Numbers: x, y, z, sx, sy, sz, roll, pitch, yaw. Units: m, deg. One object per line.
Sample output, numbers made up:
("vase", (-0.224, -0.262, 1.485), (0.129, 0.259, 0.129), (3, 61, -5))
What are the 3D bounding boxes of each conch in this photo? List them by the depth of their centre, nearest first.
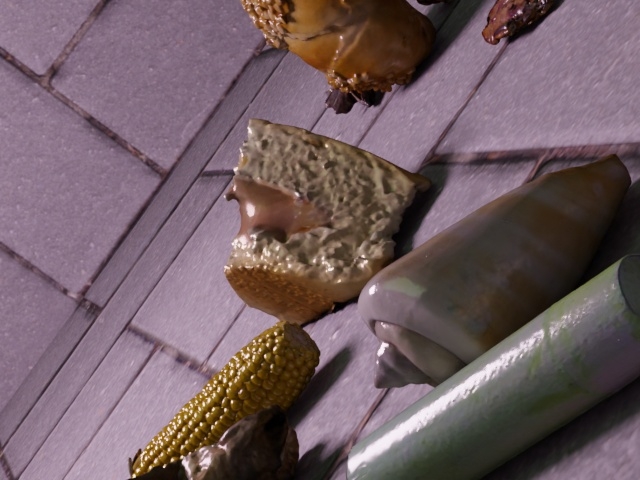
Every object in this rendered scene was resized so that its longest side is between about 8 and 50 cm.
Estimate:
("conch", (0.146, 0.039, 1.184), (0.255, 0.127, 0.158), (-33, -21, -1))

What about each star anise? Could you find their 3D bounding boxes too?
("star anise", (0.048, -0.221, 2.209), (0.129, 0.056, 0.124), (-11, 39, 48))

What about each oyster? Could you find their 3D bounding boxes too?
("oyster", (-0.148, 0.286, 1.431), (0.133, 0.197, 0.337), (30, 62, 33))

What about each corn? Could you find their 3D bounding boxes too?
("corn", (-0.100, 0.190, 1.616), (0.260, 0.091, 0.091), (-48, -26, 20))

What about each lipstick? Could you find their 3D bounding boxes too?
("lipstick", (0.129, 0.112, 1.087), (0.304, 0.076, 0.076), (-42, 17, 40))

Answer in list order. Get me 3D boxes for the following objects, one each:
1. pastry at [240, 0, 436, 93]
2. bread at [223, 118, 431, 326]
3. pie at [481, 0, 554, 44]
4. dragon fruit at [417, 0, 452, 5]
("pastry", (0.000, -0.311, 2.073), (0.162, 0.311, 0.255), (-54, 22, 8))
("bread", (0.011, 0.005, 1.744), (0.211, 0.224, 0.183), (70, -143, -55))
("pie", (0.224, -0.266, 1.796), (0.092, 0.034, 0.170), (-49, 15, 2))
("dragon fruit", (0.172, -0.367, 2.174), (0.056, 0.060, 0.083), (-139, 59, -70))
